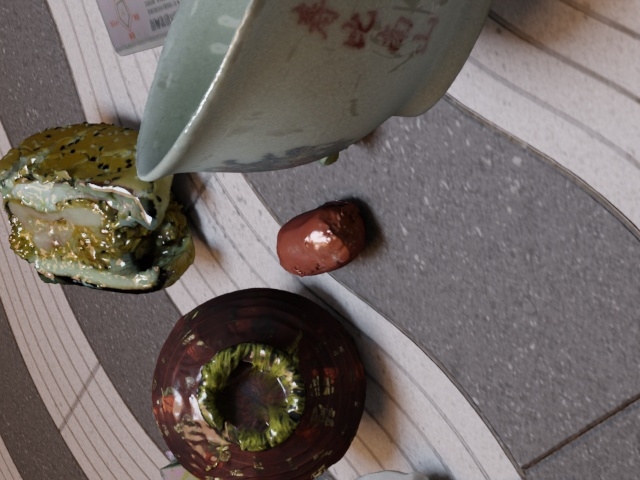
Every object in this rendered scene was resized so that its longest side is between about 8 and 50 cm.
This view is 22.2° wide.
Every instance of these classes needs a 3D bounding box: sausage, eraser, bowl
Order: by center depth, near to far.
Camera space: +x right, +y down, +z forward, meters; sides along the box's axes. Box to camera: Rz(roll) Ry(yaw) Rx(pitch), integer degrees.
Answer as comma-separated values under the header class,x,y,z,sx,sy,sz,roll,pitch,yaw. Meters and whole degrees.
class,x,y,z,sx,sy,sz,roll,pitch,yaw
bowl,0.022,-0.215,1.295,0.435,0.196,0.435,-159,90,-76
sausage,0.000,0.000,1.728,0.141,0.076,0.076,-20,95,62
eraser,-0.174,-0.265,1.821,0.352,0.061,0.089,0,112,60

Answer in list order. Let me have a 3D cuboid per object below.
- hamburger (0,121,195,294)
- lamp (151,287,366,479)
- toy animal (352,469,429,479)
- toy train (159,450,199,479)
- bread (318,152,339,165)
class,x,y,z,sx,sy,sz,roll,pitch,yaw
hamburger,-0.272,-0.051,2.067,0.288,0.192,0.167,7,128,30
lamp,-0.070,0.169,1.826,0.247,0.247,0.247,42,146,37
toy animal,0.084,0.383,1.827,0.140,0.138,0.282,29,142,40
toy train,-0.106,0.336,2.142,0.177,0.134,0.261,65,153,-1
bread,-0.012,-0.180,1.588,0.128,0.088,0.232,51,158,43
